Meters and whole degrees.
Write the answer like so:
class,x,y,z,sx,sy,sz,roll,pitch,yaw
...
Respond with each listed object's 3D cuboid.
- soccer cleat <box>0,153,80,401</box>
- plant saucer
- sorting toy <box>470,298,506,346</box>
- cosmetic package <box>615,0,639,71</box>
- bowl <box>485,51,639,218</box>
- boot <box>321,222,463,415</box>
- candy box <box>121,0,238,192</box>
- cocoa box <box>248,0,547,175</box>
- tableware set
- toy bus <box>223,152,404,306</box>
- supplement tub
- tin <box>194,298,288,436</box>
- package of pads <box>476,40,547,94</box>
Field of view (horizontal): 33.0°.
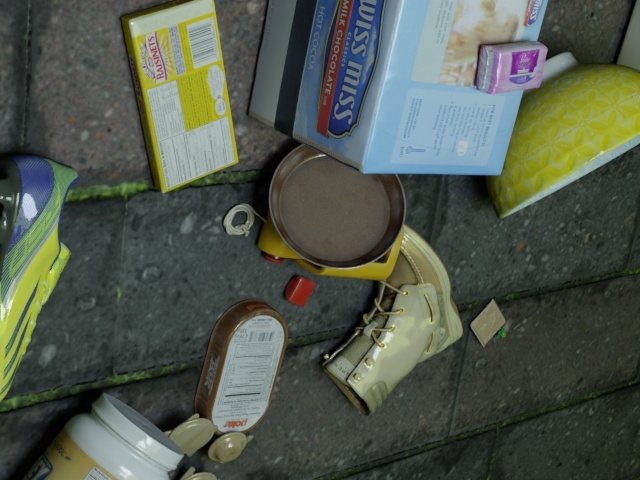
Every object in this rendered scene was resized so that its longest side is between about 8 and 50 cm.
class,x,y,z,sx,sy,sz,roll,pitch,yaw
soccer cleat,-0.315,0.050,1.136,0.121,0.093,0.289,-4,114,-46
plant saucer,0.019,-0.043,1.310,0.168,0.168,0.029,-40,174,-18
sorting toy,0.270,0.138,1.719,0.062,0.012,0.083,-49,130,-16
cosmetic package,0.562,-0.331,1.620,0.113,0.160,0.309,-4,113,-46
bowl,0.335,-0.166,1.500,0.289,0.289,0.156,-27,84,-27
boot,0.083,0.109,1.497,0.203,0.095,0.262,-40,136,-16
candy box,-0.154,-0.163,1.206,0.105,0.027,0.205,-23,124,-27
cocoa box,0.098,-0.267,1.224,0.231,0.228,0.347,-2,112,-39
tableware set,-0.168,0.285,1.400,0.141,0.020,0.169,-43,140,11
toy bus,0.010,-0.004,1.369,0.202,0.104,0.191,-40,131,-18
supplement tub,-0.268,0.293,1.259,0.199,0.144,0.144,-52,134,-7
tin,-0.103,0.169,1.411,0.106,0.040,0.189,3,109,-36
package of pads,0.206,-0.188,1.171,0.083,0.032,0.050,-13,121,-38
